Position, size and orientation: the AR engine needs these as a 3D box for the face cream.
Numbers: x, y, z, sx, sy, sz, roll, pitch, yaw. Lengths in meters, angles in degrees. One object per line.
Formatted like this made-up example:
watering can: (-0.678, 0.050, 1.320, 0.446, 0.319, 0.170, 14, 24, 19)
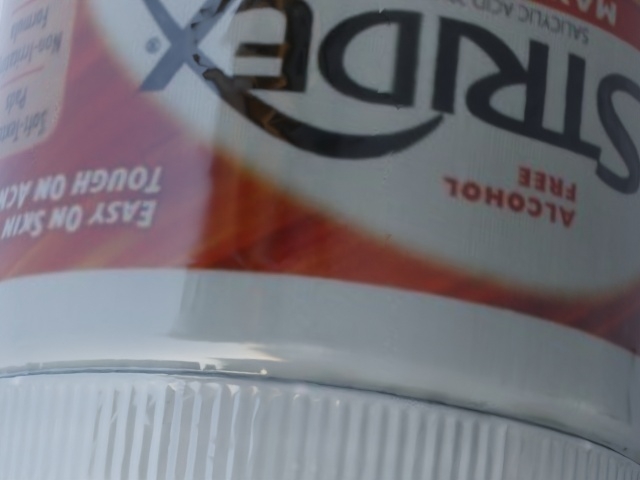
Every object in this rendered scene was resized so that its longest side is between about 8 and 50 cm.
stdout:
face cream: (0.000, 0.000, 0.555, 0.201, 0.201, 0.187, 58, -143, -70)
